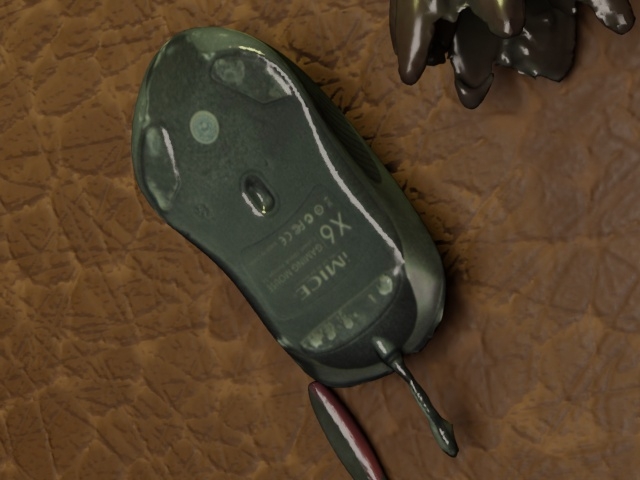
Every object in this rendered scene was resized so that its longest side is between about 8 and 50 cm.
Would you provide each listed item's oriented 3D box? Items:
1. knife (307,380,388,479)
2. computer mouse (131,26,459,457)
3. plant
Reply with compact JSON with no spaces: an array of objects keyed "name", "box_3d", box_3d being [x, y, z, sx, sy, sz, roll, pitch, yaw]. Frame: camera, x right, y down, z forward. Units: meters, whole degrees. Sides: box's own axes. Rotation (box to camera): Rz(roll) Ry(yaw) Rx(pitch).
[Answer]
[{"name":"knife","box_3d":[0.052,0.218,1.304,0.035,0.018,0.247,-33,81,23]},{"name":"computer mouse","box_3d":[0.000,0.000,1.275,0.167,0.090,0.379,-37,84,30]},{"name":"plant","box_3d":[0.096,-0.258,1.152,0.194,0.181,0.321,-15,84,27]}]
